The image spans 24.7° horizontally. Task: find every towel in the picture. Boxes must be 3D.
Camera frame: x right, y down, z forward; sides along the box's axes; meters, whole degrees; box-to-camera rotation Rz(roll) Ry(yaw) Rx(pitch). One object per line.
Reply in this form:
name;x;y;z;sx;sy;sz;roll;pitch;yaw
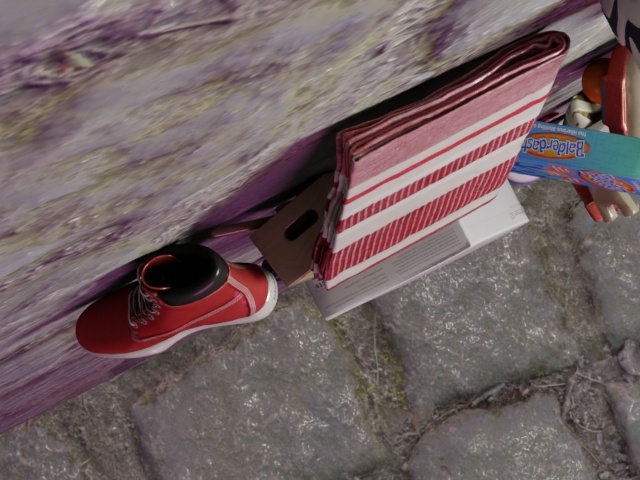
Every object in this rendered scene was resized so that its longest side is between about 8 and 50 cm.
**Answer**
towel;0.105;-0.070;1.417;0.237;0.037;0.329;-27;162;-16

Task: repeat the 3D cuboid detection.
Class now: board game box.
board game box;0.275;-0.097;1.656;0.210;0.047;0.160;11;177;20

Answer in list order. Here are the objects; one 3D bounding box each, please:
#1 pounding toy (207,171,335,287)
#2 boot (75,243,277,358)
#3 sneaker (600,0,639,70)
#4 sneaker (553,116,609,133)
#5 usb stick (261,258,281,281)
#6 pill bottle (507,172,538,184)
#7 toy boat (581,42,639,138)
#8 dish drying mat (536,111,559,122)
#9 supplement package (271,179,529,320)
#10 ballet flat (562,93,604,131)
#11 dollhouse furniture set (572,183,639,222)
pounding toy;-0.023;-0.016;1.588;0.141;0.100;0.130;-39;174;16
boot;-0.191;0.062;1.582;0.244;0.088;0.176;-17;162;21
sneaker;0.319;-0.171;1.201;0.094;0.153;0.235;-26;176;-17
sneaker;0.457;-0.179;2.519;0.212;0.094;0.080;-23;176;-42
usb stick;0.000;0.000;2.206;0.077;0.045;0.278;-33;180;-37
pill bottle;0.305;-0.128;2.211;0.087;0.087;0.160;-27;177;4
toy boat;0.389;-0.192;1.779;0.151;0.151;0.231;10;-158;39
dish drying mat;0.342;-0.183;2.320;0.032;0.008;0.083;-25;176;-38
supplement package;0.103;-0.028;1.760;0.204;0.145;0.262;-28;177;23
ballet flat;0.412;-0.206;2.177;0.068;0.072;0.213;9;156;-31
dollhouse furniture set;0.506;-0.170;2.191;0.374;0.152;0.201;-31;-178;-23
